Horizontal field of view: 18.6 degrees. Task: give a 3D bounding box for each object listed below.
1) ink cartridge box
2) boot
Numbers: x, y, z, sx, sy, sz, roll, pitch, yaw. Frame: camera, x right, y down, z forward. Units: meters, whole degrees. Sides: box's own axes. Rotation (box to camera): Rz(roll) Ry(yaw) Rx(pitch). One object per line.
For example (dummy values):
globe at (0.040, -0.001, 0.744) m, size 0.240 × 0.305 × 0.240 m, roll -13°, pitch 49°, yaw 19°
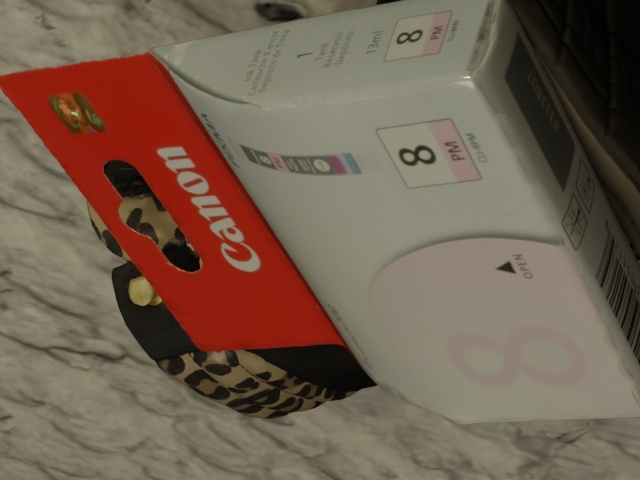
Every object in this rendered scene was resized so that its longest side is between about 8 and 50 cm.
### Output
ink cartridge box at (0.000, 0.000, 0.781) m, size 0.232 × 0.066 × 0.189 m, roll -9°, pitch 133°, yaw 27°
boot at (0.018, -0.047, 0.867) m, size 0.284 × 0.138 × 0.377 m, roll -14°, pitch 141°, yaw 29°
